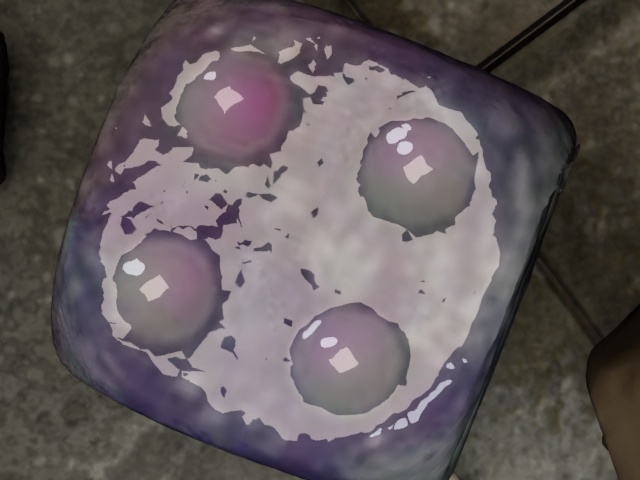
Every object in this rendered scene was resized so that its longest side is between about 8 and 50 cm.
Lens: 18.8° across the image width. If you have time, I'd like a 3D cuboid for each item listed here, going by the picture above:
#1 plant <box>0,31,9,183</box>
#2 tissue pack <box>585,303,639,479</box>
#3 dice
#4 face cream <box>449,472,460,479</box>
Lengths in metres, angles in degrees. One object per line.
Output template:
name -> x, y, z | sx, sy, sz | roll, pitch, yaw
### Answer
plant -> -0.303, -0.028, 1.350 | 0.149, 0.146, 0.275 | 10, 90, 5
tissue pack -> 0.313, 0.125, 1.142 | 0.276, 0.387, 0.267 | -22, 84, 6
dice -> 0.000, 0.000, 1.246 | 0.271, 0.270, 0.270 | 21, 92, 7
face cream -> 0.111, 0.345, 1.315 | 0.173, 0.081, 0.348 | -34, 84, 18
